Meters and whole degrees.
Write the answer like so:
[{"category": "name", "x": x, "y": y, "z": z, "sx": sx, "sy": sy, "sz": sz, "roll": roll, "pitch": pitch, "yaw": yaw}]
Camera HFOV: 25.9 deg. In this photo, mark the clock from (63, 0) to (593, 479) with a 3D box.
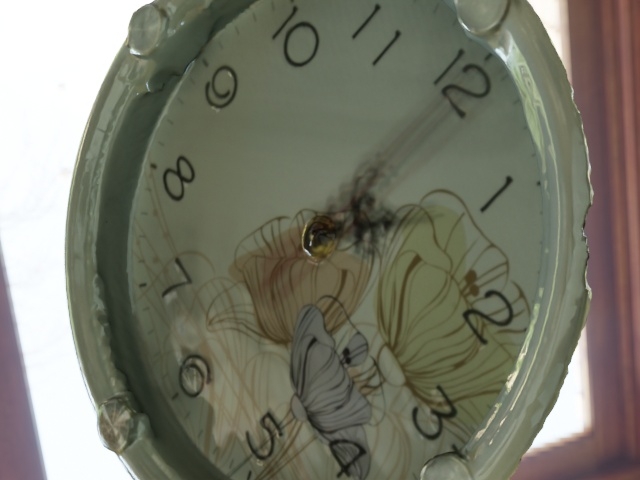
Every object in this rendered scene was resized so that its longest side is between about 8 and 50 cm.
[{"category": "clock", "x": 0.000, "y": 0.000, "z": 0.501, "sx": 0.236, "sy": 0.237, "sz": 0.053, "roll": 9, "pitch": 180, "yaw": 38}]
